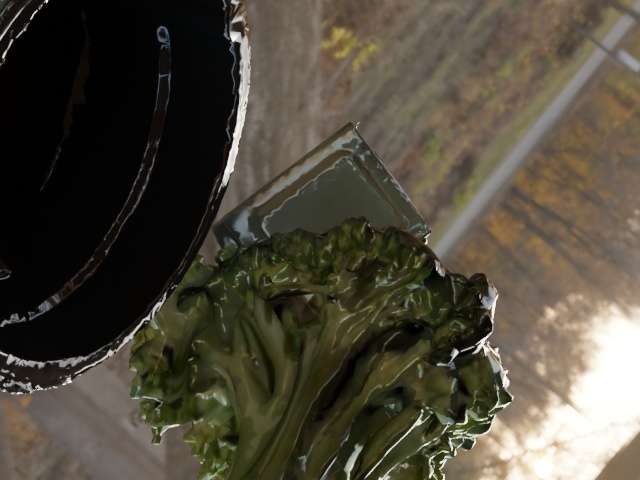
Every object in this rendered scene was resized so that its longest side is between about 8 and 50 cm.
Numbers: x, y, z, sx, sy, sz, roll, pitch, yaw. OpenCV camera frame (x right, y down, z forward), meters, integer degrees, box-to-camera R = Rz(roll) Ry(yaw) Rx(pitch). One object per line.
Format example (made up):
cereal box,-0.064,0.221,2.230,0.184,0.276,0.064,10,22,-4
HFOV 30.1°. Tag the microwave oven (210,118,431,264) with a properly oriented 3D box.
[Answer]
microwave oven,0.000,0.000,1.031,0.163,0.129,0.205,-36,-179,-3

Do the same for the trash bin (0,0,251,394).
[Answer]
trash bin,-0.198,-0.076,0.560,0.217,0.262,0.277,-62,157,-18

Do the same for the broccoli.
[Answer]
broccoli,-0.003,0.103,0.775,0.247,0.263,0.243,-35,-163,37
